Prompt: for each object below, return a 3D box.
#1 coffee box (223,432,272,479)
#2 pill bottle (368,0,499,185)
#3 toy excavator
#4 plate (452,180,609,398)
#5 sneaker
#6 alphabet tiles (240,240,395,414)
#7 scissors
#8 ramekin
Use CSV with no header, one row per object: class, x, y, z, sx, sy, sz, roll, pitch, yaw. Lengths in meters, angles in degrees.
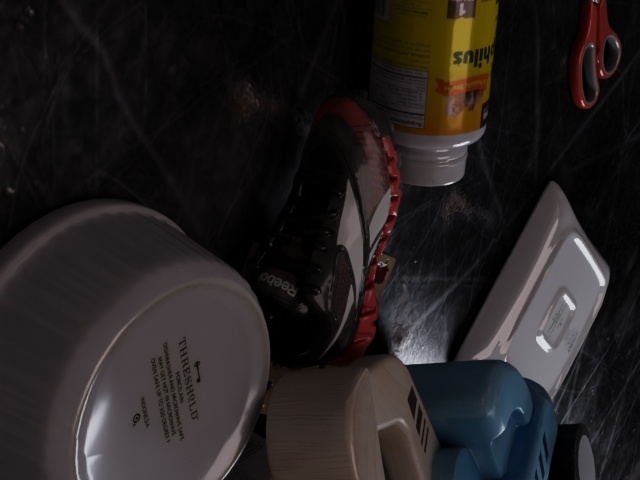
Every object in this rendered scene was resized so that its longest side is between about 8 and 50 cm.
coffee box,-0.155,0.304,1.096,0.297,0.118,0.168,-30,129,-42
pill bottle,0.106,-0.166,1.196,0.117,0.117,0.215,-24,126,-44
toy excavator,0.101,0.213,1.250,0.445,0.222,0.433,68,29,-28
plate,0.298,0.100,1.648,0.277,0.045,0.278,-61,145,-11
sneaker,0.000,0.000,1.144,0.135,0.097,0.276,-18,123,-50
alphabet tiles,-0.020,0.083,1.254,0.237,0.009,0.198,24,88,-54
scissors,0.327,-0.294,1.500,0.109,0.021,0.297,-44,139,-28
ramekin,-0.156,0.111,0.987,0.273,0.127,0.273,-27,128,-42
